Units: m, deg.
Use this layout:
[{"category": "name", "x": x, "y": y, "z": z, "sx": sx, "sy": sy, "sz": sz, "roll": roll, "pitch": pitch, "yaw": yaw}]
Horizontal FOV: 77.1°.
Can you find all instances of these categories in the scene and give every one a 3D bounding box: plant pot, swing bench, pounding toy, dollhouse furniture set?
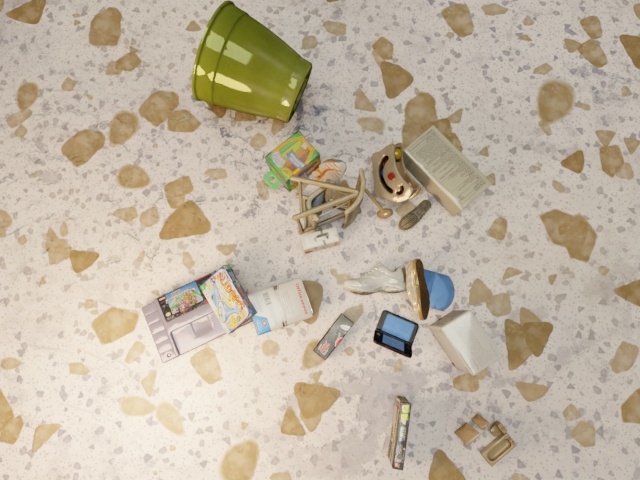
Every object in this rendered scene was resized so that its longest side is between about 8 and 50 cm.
[{"category": "plant pot", "x": -0.233, "y": -0.618, "z": 1.498, "sx": 0.353, "sy": 0.366, "sz": 0.366, "roll": 25, "pitch": 81, "yaw": -7}, {"category": "swing bench", "x": 0.032, "y": -0.131, "z": 1.427, "sx": 0.255, "sy": 0.253, "sz": 0.165, "roll": -5, "pitch": 80, "yaw": 1}, {"category": "pounding toy", "x": 0.259, "y": -0.212, "z": 1.453, "sx": 0.154, "sy": 0.155, "sz": 0.269, "roll": 1, "pitch": 105, "yaw": 38}, {"category": "dollhouse furniture set", "x": 0.567, "y": 0.674, "z": 1.336, "sx": 0.144, "sy": 0.123, "sz": 0.151, "roll": -37, "pitch": 81, "yaw": -5}]

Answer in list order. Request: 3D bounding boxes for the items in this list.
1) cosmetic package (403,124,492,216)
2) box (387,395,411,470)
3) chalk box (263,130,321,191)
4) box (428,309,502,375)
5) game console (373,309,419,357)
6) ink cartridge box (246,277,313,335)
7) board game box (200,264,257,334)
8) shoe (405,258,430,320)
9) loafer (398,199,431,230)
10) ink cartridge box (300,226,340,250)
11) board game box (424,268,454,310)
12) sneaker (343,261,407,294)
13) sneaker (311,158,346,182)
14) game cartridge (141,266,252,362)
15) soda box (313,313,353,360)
[{"category": "cosmetic package", "x": 0.463, "y": -0.260, "z": 1.512, "sx": 0.160, "sy": 0.113, "sz": 0.309, "roll": -40, "pitch": 82, "yaw": -5}, {"category": "box", "x": 0.265, "y": 0.643, "z": 1.354, "sx": 0.036, "sy": 0.114, "sz": 0.206, "roll": 10, "pitch": 81, "yaw": 3}, {"category": "chalk box", "x": -0.120, "y": -0.282, "z": 1.519, "sx": 0.213, "sy": 0.132, "sz": 0.132, "roll": -40, "pitch": 81, "yaw": -6}, {"category": "box", "x": 0.485, "y": 0.341, "z": 1.369, "sx": 0.119, "sy": 0.181, "sz": 0.181, "roll": -32, "pitch": 81, "yaw": -5}, {"category": "game console", "x": 0.271, "y": 0.330, "z": 1.428, "sx": 0.144, "sy": 0.124, "sz": 0.085, "roll": 22, "pitch": 108, "yaw": 5}, {"category": "ink cartridge box", "x": -0.147, "y": 0.235, "z": 1.432, "sx": 0.203, "sy": 0.086, "sz": 0.148, "roll": -16, "pitch": 80, "yaw": -15}, {"category": "board game box", "x": -0.320, "y": 0.203, "z": 1.392, "sx": 0.136, "sy": 0.035, "sz": 0.201, "roll": -41, "pitch": 74, "yaw": 22}, {"category": "shoe", "x": 0.343, "y": 0.176, "z": 1.434, "sx": 0.058, "sy": 0.077, "sz": 0.218, "roll": -15, "pitch": 74, "yaw": 41}, {"category": "loafer", "x": 0.359, "y": -0.092, "z": 1.518, "sx": 0.148, "sy": 0.050, "sz": 0.056, "roll": -40, "pitch": 78, "yaw": 10}, {"category": "ink cartridge box", "x": 0.000, "y": 0.000, "z": 1.482, "sx": 0.136, "sy": 0.099, "sz": 0.056, "roll": -14, "pitch": 79, "yaw": -2}, {"category": "board game box", "x": 0.404, "y": 0.181, "z": 1.475, "sx": 0.169, "sy": 0.033, "sz": 0.133, "roll": 16, "pitch": 76, "yaw": 3}, {"category": "sneaker", "x": 0.195, "y": 0.139, "z": 1.469, "sx": 0.233, "sy": 0.090, "sz": 0.115, "roll": -1, "pitch": 73, "yaw": -8}, {"category": "sneaker", "x": 0.040, "y": -0.270, "z": 1.482, "sx": 0.083, "sy": 0.215, "sz": 0.084, "roll": -46, "pitch": 109, "yaw": -18}, {"category": "game cartridge", "x": -0.450, "y": 0.265, "z": 1.468, "sx": 0.355, "sy": 0.068, "sz": 0.230, "roll": -25, "pitch": 84, "yaw": -3}, {"category": "soda box", "x": 0.047, "y": 0.345, "z": 1.443, "sx": 0.060, "sy": 0.053, "sz": 0.168, "roll": 38, "pitch": 83, "yaw": 7}]
